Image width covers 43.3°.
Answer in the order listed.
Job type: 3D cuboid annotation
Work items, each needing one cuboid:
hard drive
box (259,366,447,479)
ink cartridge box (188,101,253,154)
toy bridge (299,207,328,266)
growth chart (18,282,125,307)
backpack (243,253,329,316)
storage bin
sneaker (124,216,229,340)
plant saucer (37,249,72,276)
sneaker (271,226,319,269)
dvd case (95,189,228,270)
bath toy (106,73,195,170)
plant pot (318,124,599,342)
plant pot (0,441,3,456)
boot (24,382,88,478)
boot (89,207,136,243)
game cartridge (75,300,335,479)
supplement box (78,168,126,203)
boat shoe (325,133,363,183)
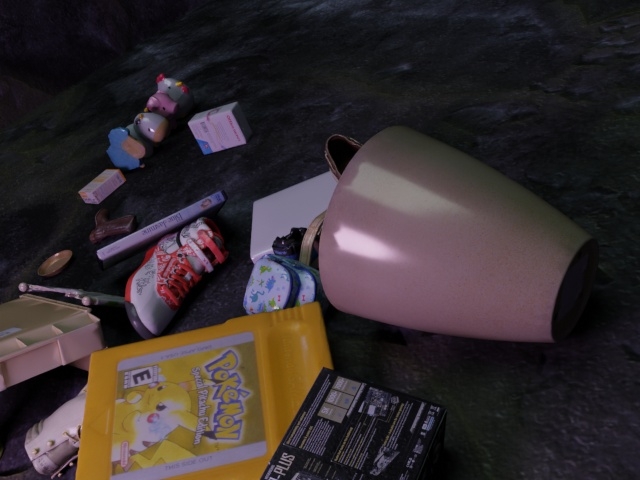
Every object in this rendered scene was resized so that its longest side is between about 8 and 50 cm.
[{"bbox_3d":[0.026,-0.065,1.411,0.307,0.040,0.203,-22,30,10],"label":"hard drive"},{"bbox_3d":[0.033,0.240,0.835,0.147,0.078,0.180,14,45,19],"label":"box"},{"bbox_3d":[-0.232,-0.262,1.884,0.122,0.089,0.052,-10,31,27],"label":"ink cartridge box"},{"bbox_3d":[0.000,0.000,1.262,0.026,0.063,0.188,6,56,31],"label":"toy bridge"},{"bbox_3d":[-0.411,0.098,1.421,0.237,0.172,0.021,5,84,39],"label":"growth chart"},{"bbox_3d":[-0.050,0.080,1.170,0.114,0.084,0.105,18,90,32],"label":"backpack"},{"bbox_3d":[-0.506,0.192,1.261,0.260,0.123,0.262,5,19,43],"label":"storage bin"},{"bbox_3d":[-0.240,0.052,1.384,0.145,0.090,0.270,-27,25,15],"label":"sneaker"},{"bbox_3d":[-0.567,0.052,1.734,0.083,0.015,0.083,-21,30,13],"label":"plant saucer"},{"bbox_3d":[-0.061,0.040,1.268,0.058,0.085,0.152,10,46,47],"label":"sneaker"},{"bbox_3d":[-0.297,-0.016,1.504,0.253,0.022,0.180,-28,-1,-16],"label":"dvd case"},{"bbox_3d":[-0.434,-0.326,2.114,0.151,0.129,0.348,-11,33,27],"label":"bath toy"},{"bbox_3d":[0.182,0.016,0.984,0.274,0.257,0.256,22,53,34],"label":"plant pot"},{"bbox_3d":[-0.544,0.314,1.234,0.083,0.079,0.083,-20,30,12],"label":"plant pot"},{"bbox_3d":[-0.322,0.272,1.126,0.165,0.077,0.213,-38,30,-15],"label":"boot"},{"bbox_3d":[-0.442,-0.045,1.764,0.114,0.037,0.106,-18,43,22],"label":"boot"},{"bbox_3d":[-0.135,0.211,1.005,0.323,0.053,0.285,-14,37,0],"label":"game cartridge"},{"bbox_3d":[-0.535,-0.133,1.981,0.062,0.036,0.098,6,43,44],"label":"supplement box"},{"bbox_3d":[0.085,-0.082,1.267,0.095,0.095,0.257,-42,51,-7],"label":"boat shoe"}]
